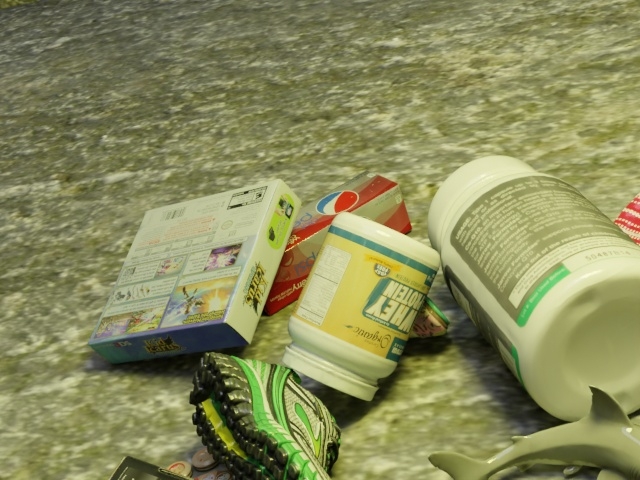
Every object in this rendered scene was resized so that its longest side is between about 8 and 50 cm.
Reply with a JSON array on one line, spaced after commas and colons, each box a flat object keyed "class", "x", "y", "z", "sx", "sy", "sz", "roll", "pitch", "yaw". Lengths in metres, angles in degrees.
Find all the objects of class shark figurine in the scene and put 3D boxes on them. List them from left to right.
[{"class": "shark figurine", "x": 0.266, "y": 0.206, "z": 1.334, "sx": 0.278, "sy": 0.116, "sz": 0.166, "roll": -3, "pitch": 31, "yaw": 22}]

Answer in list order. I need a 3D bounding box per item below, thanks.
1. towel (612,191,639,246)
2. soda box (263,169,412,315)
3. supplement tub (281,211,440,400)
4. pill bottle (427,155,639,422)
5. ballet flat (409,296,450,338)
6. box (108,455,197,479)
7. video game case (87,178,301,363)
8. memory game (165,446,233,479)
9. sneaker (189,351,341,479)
[{"class": "towel", "x": 0.481, "y": -0.049, "z": 1.634, "sx": 0.275, "sy": 0.031, "sz": 0.199, "roll": -46, "pitch": 30, "yaw": -13}, {"class": "soda box", "x": 0.000, "y": 0.000, "z": 1.861, "sx": 0.263, "sy": 0.083, "sz": 0.092, "roll": -31, "pitch": 32, "yaw": -19}, {"class": "supplement tub", "x": 0.047, "y": 0.080, "z": 1.558, "sx": 0.144, "sy": 0.144, "sz": 0.200, "roll": 22, "pitch": 88, "yaw": 49}, {"class": "pill bottle", "x": 0.266, "y": 0.041, "z": 1.517, "sx": 0.204, "sy": 0.204, "sz": 0.361, "roll": -22, "pitch": 30, "yaw": -6}, {"class": "ballet flat", "x": 0.110, "y": 0.083, "z": 1.684, "sx": 0.079, "sy": 0.077, "sz": 0.221, "roll": -37, "pitch": 24, "yaw": 5}, {"class": "box", "x": -0.160, "y": 0.379, "z": 1.258, "sx": 0.293, "sy": 0.073, "sz": 0.295, "roll": 10, "pitch": 55, "yaw": 38}, {"class": "video game case", "x": -0.175, "y": 0.046, "z": 1.785, "sx": 0.269, "sy": 0.061, "sz": 0.244, "roll": -11, "pitch": 45, "yaw": 38}, {"class": "memory game", "x": -0.131, "y": 0.301, "z": 1.497, "sx": 0.186, "sy": 0.012, "sz": 0.186, "roll": -14, "pitch": 30, "yaw": 8}, {"class": "sneaker", "x": -0.025, "y": 0.239, "z": 1.423, "sx": 0.146, "sy": 0.134, "sz": 0.343, "roll": 2, "pitch": 33, "yaw": -28}]
